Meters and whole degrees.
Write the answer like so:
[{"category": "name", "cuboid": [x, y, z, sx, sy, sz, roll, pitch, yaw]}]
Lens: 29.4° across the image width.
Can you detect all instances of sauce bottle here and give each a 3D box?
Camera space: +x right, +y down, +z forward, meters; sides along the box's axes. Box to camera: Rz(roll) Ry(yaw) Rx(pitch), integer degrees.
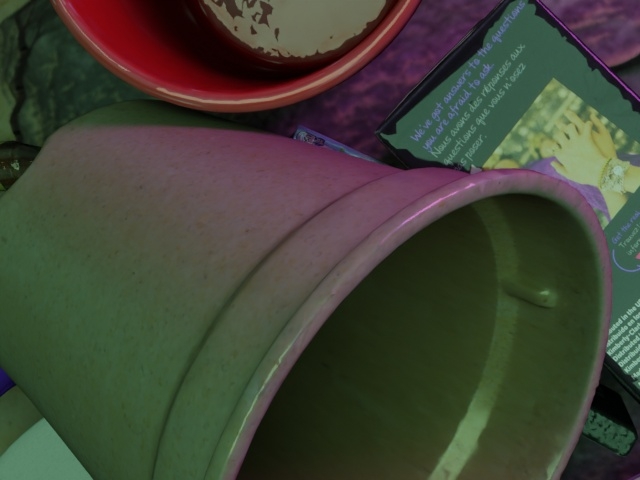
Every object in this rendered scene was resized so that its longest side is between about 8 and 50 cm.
[{"category": "sauce bottle", "cuboid": [-0.258, -0.060, 0.990, 0.128, 0.042, 0.042, -3, 92, 8]}]

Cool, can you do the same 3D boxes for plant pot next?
[{"category": "plant pot", "cuboid": [-0.044, 0.061, 0.756, 0.305, 0.334, 0.334, 30, 98, 37]}, {"category": "plant pot", "cuboid": [-0.033, -0.220, 0.844, 0.275, 0.243, 0.275, 0, 93, 10]}]

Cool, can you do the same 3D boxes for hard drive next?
[{"category": "hard drive", "cuboid": [0.177, 0.111, 0.879, 0.094, 0.135, 0.022, 28, 97, 7]}]

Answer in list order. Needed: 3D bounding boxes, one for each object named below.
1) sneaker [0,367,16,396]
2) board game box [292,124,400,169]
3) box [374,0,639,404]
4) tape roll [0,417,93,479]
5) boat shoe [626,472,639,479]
[{"category": "sneaker", "cuboid": [-0.179, 0.054, 0.925, 0.293, 0.102, 0.146, -46, 129, -7]}, {"category": "board game box", "cuboid": [0.000, 0.000, 0.958, 0.103, 0.026, 0.154, 24, 96, 7]}, {"category": "box", "cuboid": [0.186, -0.027, 0.856, 0.143, 0.165, 0.270, -45, 85, 8]}, {"category": "tape roll", "cuboid": [-0.096, 0.289, 0.956, 0.392, 0.072, 0.392, 1, 95, 9]}, {"category": "boat shoe", "cuboid": [0.254, 0.203, 0.828, 0.367, 0.156, 0.136, -17, 87, -6]}]
